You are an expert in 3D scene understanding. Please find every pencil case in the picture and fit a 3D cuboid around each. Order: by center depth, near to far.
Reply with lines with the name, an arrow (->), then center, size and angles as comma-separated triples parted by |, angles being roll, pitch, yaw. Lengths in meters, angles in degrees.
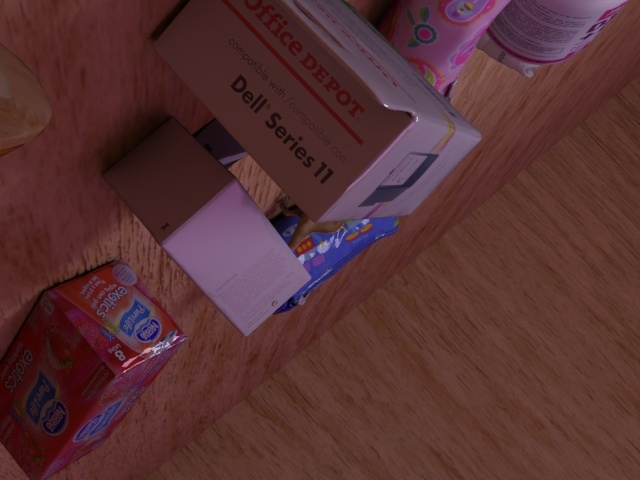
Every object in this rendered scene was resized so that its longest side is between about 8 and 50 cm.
pencil case -> 0.134, -0.244, 1.098 | 0.124, 0.124, 0.284 | -34, 165, -36
pencil case -> 0.000, 0.000, 1.563 | 0.306, 0.133, 0.119 | -35, 163, -36

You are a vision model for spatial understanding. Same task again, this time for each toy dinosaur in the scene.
toy dinosaur -> -0.014, -0.039, 1.455 | 0.183, 0.092, 0.053 | -41, 166, -22

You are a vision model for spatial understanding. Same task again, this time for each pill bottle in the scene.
pill bottle -> 0.286, -0.318, 1.161 | 0.160, 0.160, 0.283 | -40, 176, -7

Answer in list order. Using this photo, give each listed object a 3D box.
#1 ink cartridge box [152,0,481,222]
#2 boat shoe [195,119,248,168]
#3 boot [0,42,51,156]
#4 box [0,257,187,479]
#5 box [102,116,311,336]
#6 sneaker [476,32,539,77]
ink cartridge box -> 0.001, -0.126, 0.861 | 0.119, 0.207, 0.353 | -46, 168, 15
boat shoe -> -0.113, -0.091, 1.047 | 0.142, 0.049, 0.040 | -32, 173, -15
boot -> -0.304, -0.023, 0.530 | 0.211, 0.104, 0.295 | -42, 166, 31
box -> -0.285, 0.156, 1.184 | 0.122, 0.128, 0.257 | -29, 164, -51
box -> -0.107, -0.011, 0.971 | 0.091, 0.130, 0.170 | -41, 139, -6
sneaker -> 0.332, -0.320, 1.476 | 0.297, 0.129, 0.111 | -36, 166, -34
